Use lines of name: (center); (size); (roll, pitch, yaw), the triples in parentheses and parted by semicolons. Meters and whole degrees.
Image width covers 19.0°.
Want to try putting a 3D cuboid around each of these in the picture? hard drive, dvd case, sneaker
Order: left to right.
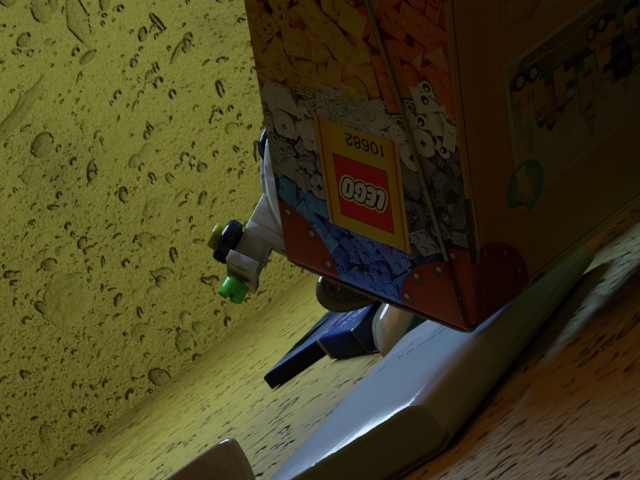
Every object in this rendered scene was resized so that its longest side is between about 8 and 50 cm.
dvd case: (0.043, 0.088, 2.403); (0.180, 0.022, 0.253); (-35, 3, 30)
sneaker: (0.056, 0.038, 2.063); (0.188, 0.066, 0.071); (-34, -16, -41)
hard drive: (0.076, 0.109, 1.435); (0.203, 0.040, 0.307); (-36, 3, 35)

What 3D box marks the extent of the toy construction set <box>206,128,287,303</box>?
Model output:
toy construction set: (0.000, 0.000, 2.411); (0.237, 0.257, 0.309); (-56, 20, -18)

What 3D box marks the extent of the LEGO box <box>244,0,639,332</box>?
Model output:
LEGO box: (0.185, -0.225, 1.443); (0.193, 0.372, 0.500); (22, 43, 39)

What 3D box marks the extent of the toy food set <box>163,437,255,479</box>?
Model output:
toy food set: (-0.193, 0.278, 1.557); (0.220, 0.092, 0.306); (-37, 3, 26)

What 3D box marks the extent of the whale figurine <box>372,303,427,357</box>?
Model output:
whale figurine: (0.146, 0.000, 1.750); (0.272, 0.141, 0.216); (-62, 3, -1)

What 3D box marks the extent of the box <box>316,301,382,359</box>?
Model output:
box: (0.078, 0.073, 2.081); (0.136, 0.036, 0.225); (-39, 4, -13)
